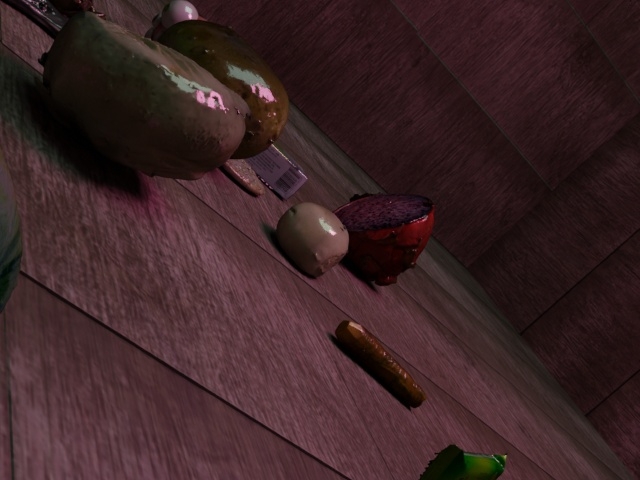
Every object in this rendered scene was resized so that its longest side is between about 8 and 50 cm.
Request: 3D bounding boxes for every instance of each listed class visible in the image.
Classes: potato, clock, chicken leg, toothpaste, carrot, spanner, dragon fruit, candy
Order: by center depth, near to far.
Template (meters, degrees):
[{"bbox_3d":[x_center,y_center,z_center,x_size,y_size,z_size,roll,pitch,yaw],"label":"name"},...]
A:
[{"bbox_3d":[0.139,0.254,0.962,0.032,0.102,0.178,46,8,29],"label":"candy"},{"bbox_3d":[-0.414,-0.325,1.205,0.093,0.026,0.325,52,12,25],"label":"spanner"},{"bbox_3d":[0.085,0.171,1.277,0.171,0.042,0.042,45,9,-19],"label":"carrot"},{"bbox_3d":[-0.387,-0.379,1.424,0.125,0.080,0.196,53,-3,-33],"label":"chicken leg"},{"bbox_3d":[-0.171,-0.246,1.475,0.210,0.173,0.307,18,22,-31],"label":"potato"},{"bbox_3d":[-0.164,-0.212,1.714,0.336,0.067,0.081,44,7,-19],"label":"toothpaste"},{"bbox_3d":[-0.243,-0.369,1.747,0.162,0.092,0.166,39,-31,-14],"label":"clock"},{"bbox_3d":[0.121,0.006,1.803,0.218,0.224,0.148,-35,120,-48],"label":"dragon fruit"}]

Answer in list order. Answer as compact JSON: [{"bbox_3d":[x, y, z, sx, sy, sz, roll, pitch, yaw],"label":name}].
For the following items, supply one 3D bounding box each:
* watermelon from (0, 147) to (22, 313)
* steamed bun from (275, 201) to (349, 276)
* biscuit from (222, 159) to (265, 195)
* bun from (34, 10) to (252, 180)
[{"bbox_3d":[-0.237,-0.009,0.450,0.231,0.128,0.146,44,27,-27],"label":"watermelon"},{"bbox_3d":[-0.011,-0.009,1.445,0.112,0.091,0.130,47,9,15],"label":"steamed bun"},{"bbox_3d":[-0.148,-0.131,1.571,0.152,0.020,0.152,46,8,-8],"label":"biscuit"},{"bbox_3d":[-0.198,-0.148,1.024,0.239,0.141,0.239,28,3,-2],"label":"bun"}]
